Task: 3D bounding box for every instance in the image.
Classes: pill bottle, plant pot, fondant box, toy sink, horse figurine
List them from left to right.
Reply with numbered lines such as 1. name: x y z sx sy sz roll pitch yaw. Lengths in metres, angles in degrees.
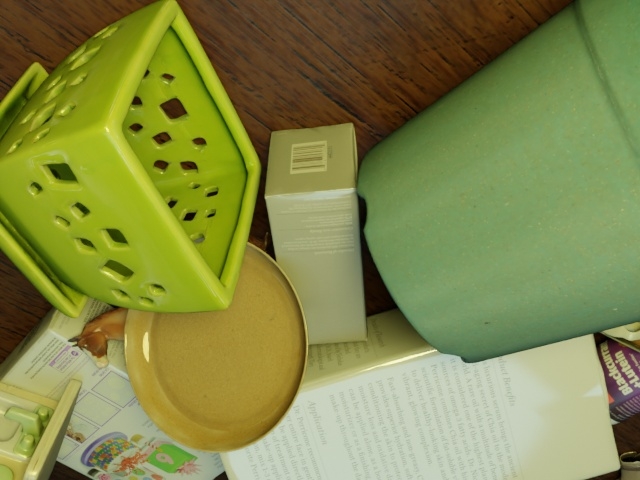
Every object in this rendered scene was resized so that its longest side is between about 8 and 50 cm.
1. toy sink: -0.416 0.280 0.928 0.131 0.152 0.234 22 127 -10
2. plant pot: -0.205 -0.067 0.713 0.207 0.228 0.227 -11 131 18
3. fondant box: -0.285 0.240 1.039 0.330 0.096 0.238 38 121 -20
4. horse figurine: -0.162 0.080 0.887 0.263 0.174 0.066 -52 157 -1
5. plant pot: -0.114 0.112 0.802 0.236 0.236 0.032 -27 165 21
6. plant pot: 0.238 -0.053 0.680 0.334 0.341 0.341 -29 126 31
7. pill bottle: 0.424 0.194 1.027 0.108 0.108 0.193 33 123 -27

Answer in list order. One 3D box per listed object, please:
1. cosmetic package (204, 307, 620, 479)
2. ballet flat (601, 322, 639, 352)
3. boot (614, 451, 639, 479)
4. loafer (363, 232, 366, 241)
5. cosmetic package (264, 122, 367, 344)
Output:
1. cosmetic package: 0.110 0.216 0.914 0.454 0.161 0.229 -16 105 2
2. ballet flat: 0.420 0.124 0.918 0.213 0.068 0.072 28 117 30
3. boot: 0.543 0.406 1.269 0.119 0.042 0.087 -26 121 19
4. loafer: 0.107 0.015 0.900 0.050 0.056 0.148 -47 136 9
5. cosmetic package: 0.000 0.000 0.836 0.107 0.127 0.237 -6 133 5
